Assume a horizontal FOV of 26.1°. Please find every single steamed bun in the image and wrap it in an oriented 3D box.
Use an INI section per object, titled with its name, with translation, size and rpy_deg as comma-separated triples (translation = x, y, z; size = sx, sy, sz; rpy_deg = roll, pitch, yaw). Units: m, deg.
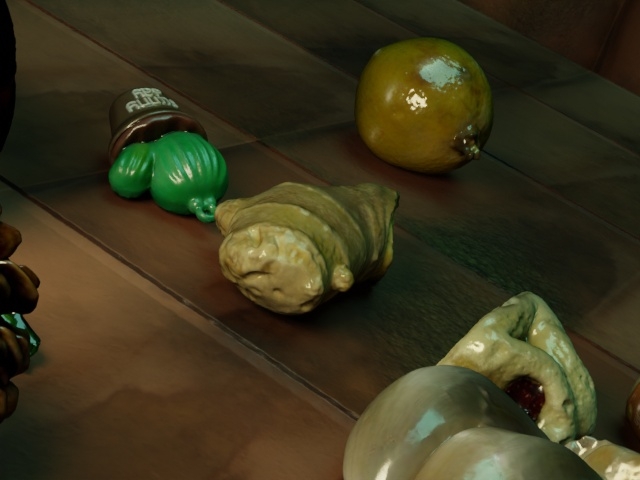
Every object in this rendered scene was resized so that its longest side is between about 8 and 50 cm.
[steamed bun]
translation = 0.202, 0.156, 1.388
size = 0.155, 0.141, 0.172
rpy_deg = 45, 31, 15

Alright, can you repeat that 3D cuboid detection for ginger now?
[ginger]
translation = 0.000, 0.000, 1.543
size = 0.190, 0.126, 0.354
rpy_deg = 24, 17, 29

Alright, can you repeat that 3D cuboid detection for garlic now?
[garlic]
translation = 0.153, 0.214, 1.200
size = 0.325, 0.132, 0.279
rpy_deg = 8, 21, -43

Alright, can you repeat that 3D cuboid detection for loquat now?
[loquat]
translation = 0.165, -0.188, 2.028
size = 0.213, 0.213, 0.246
rpy_deg = 5, 29, -38

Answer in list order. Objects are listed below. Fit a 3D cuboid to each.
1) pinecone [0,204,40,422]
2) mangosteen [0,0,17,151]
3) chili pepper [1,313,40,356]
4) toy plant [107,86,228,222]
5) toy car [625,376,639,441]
[pinecone]
translation = -0.308, 0.076, 0.934
size = 0.224, 0.224, 0.272
rpy_deg = 19, 42, -11
[mangosteen]
translation = -0.429, -0.166, 1.270
size = 0.300, 0.300, 0.300
rpy_deg = 20, 22, -9
[chili pepper]
translation = -0.367, 0.046, 1.130
size = 0.279, 0.065, 0.122
rpy_deg = 16, 7, -45
[toy plant]
translation = -0.184, -0.093, 1.598
size = 0.143, 0.105, 0.200
rpy_deg = -5, 46, -32
[toy car]
translation = 0.447, 0.223, 1.482
size = 0.235, 0.145, 0.235
rpy_deg = 15, 40, -13
